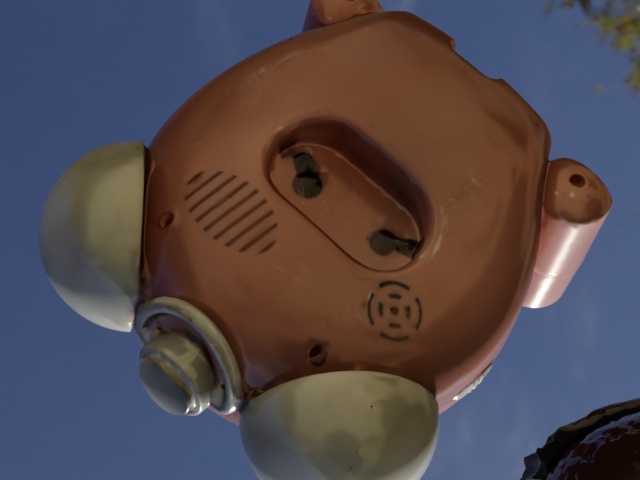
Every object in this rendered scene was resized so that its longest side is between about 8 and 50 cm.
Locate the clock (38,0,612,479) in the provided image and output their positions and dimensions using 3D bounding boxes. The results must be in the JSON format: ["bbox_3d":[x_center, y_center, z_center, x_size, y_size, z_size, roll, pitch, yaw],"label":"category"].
[{"bbox_3d":[0.000,0.000,0.625,0.166,0.093,0.162,41,-116,14],"label":"clock"}]

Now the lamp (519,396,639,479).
[{"bbox_3d":[0.165,0.117,0.587,0.258,0.180,0.180,-17,-93,-11],"label":"lamp"}]
